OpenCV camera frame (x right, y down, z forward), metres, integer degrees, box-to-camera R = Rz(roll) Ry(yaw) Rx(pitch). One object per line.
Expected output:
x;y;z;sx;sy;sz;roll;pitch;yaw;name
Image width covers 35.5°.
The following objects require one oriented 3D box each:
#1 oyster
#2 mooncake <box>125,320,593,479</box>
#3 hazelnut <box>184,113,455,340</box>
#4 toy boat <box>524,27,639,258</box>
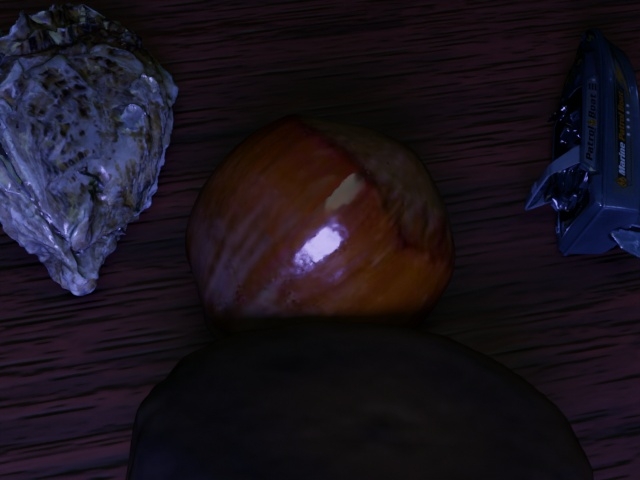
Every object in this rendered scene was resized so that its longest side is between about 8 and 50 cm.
-0.231;-0.095;0.892;0.198;0.112;0.268;28;51;-11;oyster
0.016;0.180;0.645;0.290;0.161;0.290;6;25;-3;mooncake
0.000;-0.001;0.796;0.210;0.186;0.210;20;49;-24;hazelnut
0.248;-0.101;0.925;0.103;0.093;0.246;12;60;-5;toy boat
